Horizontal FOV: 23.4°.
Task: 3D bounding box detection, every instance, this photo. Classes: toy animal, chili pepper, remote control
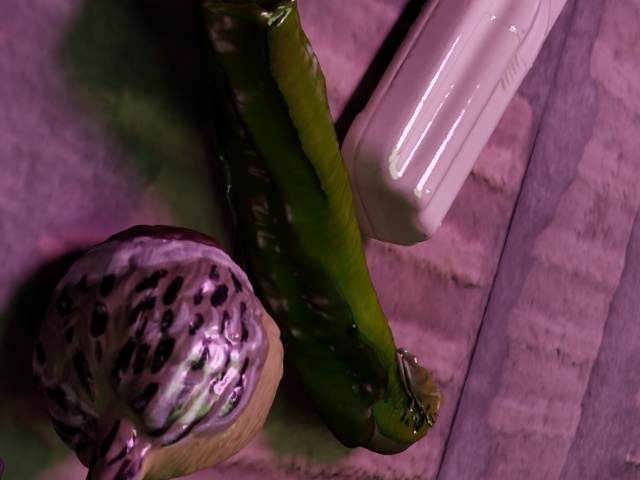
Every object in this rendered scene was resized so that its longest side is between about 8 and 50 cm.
[{"bbox_3d":[-0.068,0.046,0.583,0.137,0.098,0.098,-45,142,-68],"label":"toy animal"},{"bbox_3d":[0.000,0.000,0.704,0.076,0.085,0.359,-23,140,-4],"label":"chili pepper"},{"bbox_3d":[0.084,-0.101,0.805,0.230,0.049,0.090,-59,148,-25],"label":"remote control"}]

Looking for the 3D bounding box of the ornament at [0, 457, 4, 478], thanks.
[{"bbox_3d":[-0.170,-0.041,0.365,0.153,0.166,0.196,14,77,-60],"label":"ornament"}]
